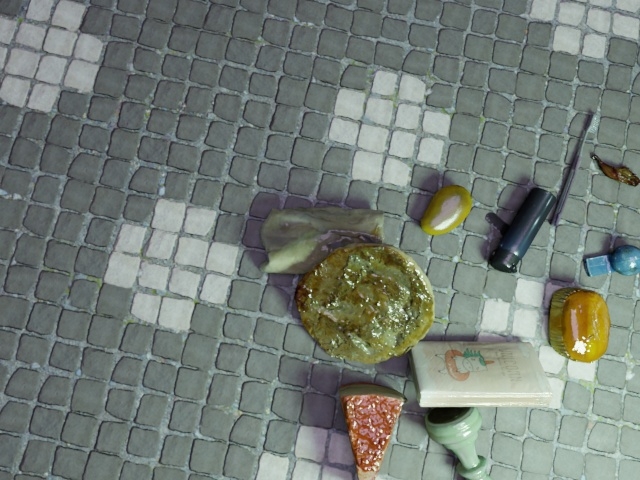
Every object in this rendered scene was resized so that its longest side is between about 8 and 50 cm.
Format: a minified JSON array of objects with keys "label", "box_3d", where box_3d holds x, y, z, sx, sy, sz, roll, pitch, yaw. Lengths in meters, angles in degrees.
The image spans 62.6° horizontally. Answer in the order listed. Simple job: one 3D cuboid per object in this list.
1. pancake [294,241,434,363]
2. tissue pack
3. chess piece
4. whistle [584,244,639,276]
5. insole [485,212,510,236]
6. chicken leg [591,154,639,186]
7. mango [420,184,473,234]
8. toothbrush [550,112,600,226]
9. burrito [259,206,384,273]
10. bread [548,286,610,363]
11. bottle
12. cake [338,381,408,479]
[{"label":"pancake","box_3d":[0.110,0.162,1.302,0.356,0.065,0.356,5,112,11]},{"label":"tissue pack","box_3d":[0.392,0.331,1.317,0.325,0.071,0.170,1,37,-2]},{"label":"chess piece","box_3d":[0.371,0.545,1.311,0.139,0.139,0.272,-24,95,-5]},{"label":"whistle","box_3d":[0.802,0.057,1.405,0.157,0.090,0.090,-11,82,-4]},{"label":"insole","box_3d":[0.509,-0.026,1.446,0.135,0.002,0.045,42,81,4]},{"label":"chicken leg","box_3d":[0.824,-0.193,1.467,0.145,0.037,0.062,23,60,1]},{"label":"mango","box_3d":[0.334,-0.078,1.412,0.103,0.076,0.161,44,86,0]},{"label":"toothbrush","box_3d":[0.714,-0.198,1.469,0.029,0.024,0.354,25,81,-7]},{"label":"burrito","box_3d":[0.000,0.003,1.361,0.331,0.135,0.190,2,89,2]},{"label":"bread","box_3d":[0.674,0.219,1.367,0.132,0.114,0.191,2,87,-4]},{"label":"bottle","box_3d":[0.539,-0.026,1.410,0.082,0.072,0.244,25,78,39]},{"label":"cake","box_3d":[0.089,0.474,1.282,0.159,0.158,0.262,22,83,5]}]
